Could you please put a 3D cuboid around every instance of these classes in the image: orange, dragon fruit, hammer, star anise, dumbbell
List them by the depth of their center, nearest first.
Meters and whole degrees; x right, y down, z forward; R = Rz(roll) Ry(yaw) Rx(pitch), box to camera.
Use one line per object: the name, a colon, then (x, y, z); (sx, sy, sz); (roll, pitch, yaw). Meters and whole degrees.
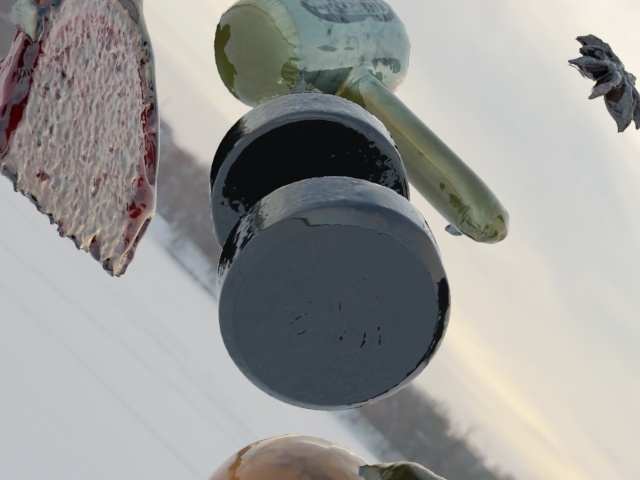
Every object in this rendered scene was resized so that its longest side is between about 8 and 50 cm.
dumbbell: (0.000, 0.000, 0.947); (0.152, 0.152, 0.218); (47, 13, -24)
hammer: (0.057, -0.104, 1.167); (0.202, 0.113, 0.305); (-14, 54, -49)
dragon fruit: (-0.249, -0.132, 1.366); (0.100, 0.282, 0.343); (13, -18, 19)
star anise: (0.348, -0.190, 1.614); (0.141, 0.042, 0.141); (38, 34, -32)
orange: (-0.026, 0.388, 1.624); (0.312, 0.312, 0.312); (44, -5, 5)

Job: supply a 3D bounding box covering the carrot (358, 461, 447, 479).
carrot: (0.143, 0.219, 0.821); (0.342, 0.070, 0.070); (34, -11, 41)
